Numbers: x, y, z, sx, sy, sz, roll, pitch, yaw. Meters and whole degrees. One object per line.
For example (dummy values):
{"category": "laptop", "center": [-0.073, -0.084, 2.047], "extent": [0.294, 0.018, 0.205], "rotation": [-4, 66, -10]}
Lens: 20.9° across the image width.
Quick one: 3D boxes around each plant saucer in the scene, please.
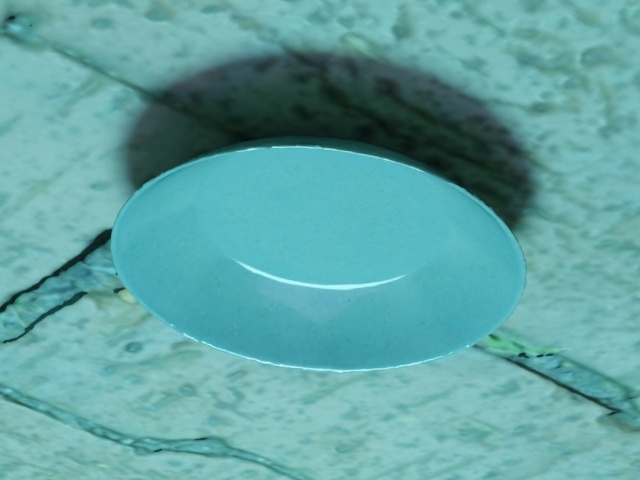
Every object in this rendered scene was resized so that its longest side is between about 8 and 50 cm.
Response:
{"category": "plant saucer", "center": [0.000, 0.000, 0.820], "extent": [0.195, 0.037, 0.195], "rotation": [5, 146, 3]}
